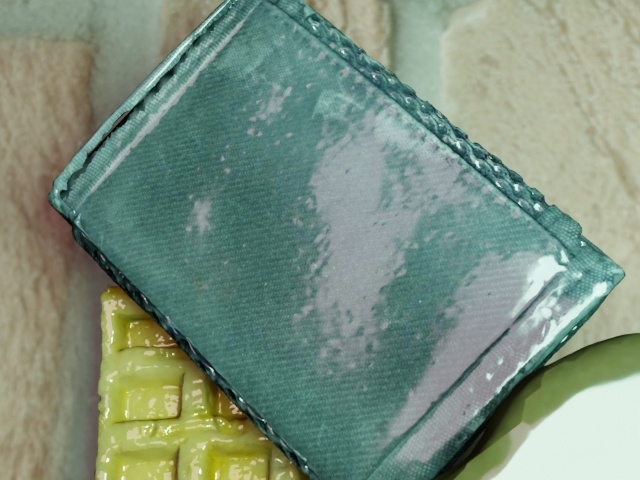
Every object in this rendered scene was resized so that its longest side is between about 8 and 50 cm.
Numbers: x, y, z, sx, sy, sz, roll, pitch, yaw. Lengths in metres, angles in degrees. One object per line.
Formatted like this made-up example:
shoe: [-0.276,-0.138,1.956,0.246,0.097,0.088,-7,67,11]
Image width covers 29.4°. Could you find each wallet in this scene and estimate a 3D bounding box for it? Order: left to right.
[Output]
wallet: [0.000,0.000,0.826,0.342,0.075,0.237,42,86,21]

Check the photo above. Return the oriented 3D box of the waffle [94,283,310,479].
waffle: [-0.046,0.136,0.845,0.221,0.055,0.248,-5,67,10]

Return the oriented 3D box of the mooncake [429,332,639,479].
mooncake: [0.195,0.240,0.652,0.378,0.201,0.379,0,75,-2]
